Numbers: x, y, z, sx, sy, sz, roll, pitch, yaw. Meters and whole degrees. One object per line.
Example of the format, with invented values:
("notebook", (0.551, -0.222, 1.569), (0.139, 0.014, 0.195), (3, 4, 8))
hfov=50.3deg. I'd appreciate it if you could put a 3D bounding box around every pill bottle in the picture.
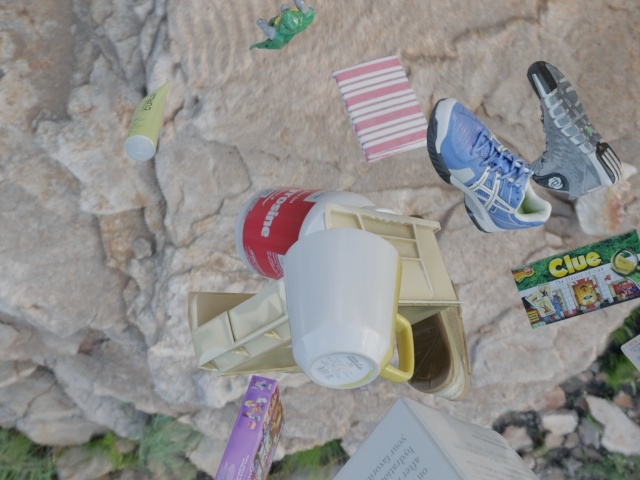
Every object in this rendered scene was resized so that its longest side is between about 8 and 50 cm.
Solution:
("pill bottle", (0.000, 0.000, 1.512), (0.229, 0.407, 0.229), (-5, 99, -36))

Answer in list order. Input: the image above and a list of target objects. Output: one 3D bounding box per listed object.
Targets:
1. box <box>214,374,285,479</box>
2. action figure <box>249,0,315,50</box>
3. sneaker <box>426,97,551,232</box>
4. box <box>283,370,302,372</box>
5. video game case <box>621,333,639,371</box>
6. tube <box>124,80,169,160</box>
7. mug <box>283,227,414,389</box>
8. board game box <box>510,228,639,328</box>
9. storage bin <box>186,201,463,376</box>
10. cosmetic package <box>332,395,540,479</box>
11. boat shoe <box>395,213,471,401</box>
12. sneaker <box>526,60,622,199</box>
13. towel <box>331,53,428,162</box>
("box", (-0.143, 0.442, 1.337), (0.057, 0.293, 0.201), (10, 143, 11))
("action figure", (-0.057, -0.352, 1.099), (0.137, 0.232, 0.063), (-36, 110, 2))
("sneaker", (0.186, -0.082, 0.746), (0.081, 0.080, 0.211), (5, 153, 43))
("box", (-0.010, 0.298, 1.691), (0.168, 0.059, 0.054), (-7, 72, 17))
("video game case", (0.486, 0.120, 0.855), (0.183, 0.201, 0.023), (-38, 92, 13))
("tube", (-0.366, -0.257, 1.432), (0.070, 0.240, 0.062), (4, 130, -7))
("mug", (0.018, 0.039, 0.339), (0.078, 0.064, 0.062), (11, 136, -10))
("board game box", (0.541, 0.082, 1.406), (0.259, 0.030, 0.136), (-21, 89, 19))
("storage bin", (0.002, 0.074, 0.889), (0.262, 0.260, 0.123), (-31, 66, 35))
("cosmetic package", (0.145, 0.353, 0.465), (0.161, 0.453, 0.230), (28, 105, -36))
("boat shoe", (0.182, 0.113, 1.182), (0.121, 0.341, 0.110), (-25, 141, 29))
("sneaker", (0.364, -0.162, 1.090), (0.132, 0.086, 0.229), (-34, 87, 46))
("towel", (0.117, -0.256, 1.313), (0.144, 0.029, 0.197), (-18, 80, -17))
